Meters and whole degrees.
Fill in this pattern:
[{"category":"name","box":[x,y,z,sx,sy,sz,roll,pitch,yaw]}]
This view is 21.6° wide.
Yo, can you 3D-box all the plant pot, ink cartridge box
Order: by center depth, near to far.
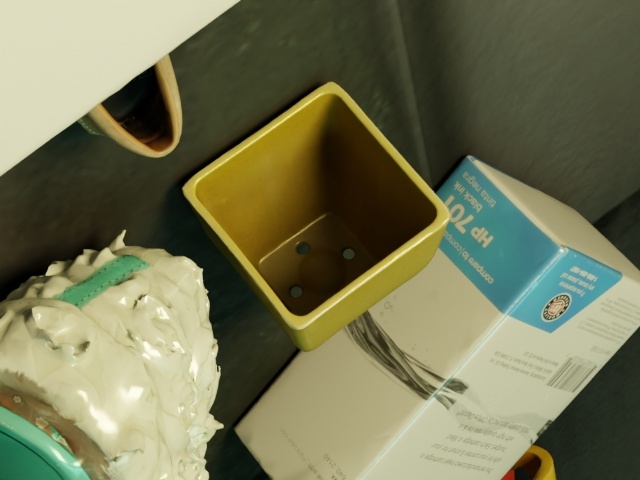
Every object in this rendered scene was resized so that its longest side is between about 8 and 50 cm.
[{"category":"plant pot","box":[0.000,0.000,0.720,0.081,0.081,0.083,-36,160,-11]},{"category":"ink cartridge box","box":[0.069,0.064,0.874,0.190,0.082,0.140,-49,149,13]}]

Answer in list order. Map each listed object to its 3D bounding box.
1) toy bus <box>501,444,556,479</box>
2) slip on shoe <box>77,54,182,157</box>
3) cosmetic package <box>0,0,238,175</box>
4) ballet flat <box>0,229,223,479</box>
[{"category":"toy bus","box":[0.105,0.219,1.011,0.202,0.104,0.191,30,69,-55]},{"category":"slip on shoe","box":[-0.078,-0.076,0.567,0.051,0.041,0.135,-33,149,-15]},{"category":"cosmetic package","box":[-0.122,-0.117,0.356,0.365,0.155,0.197,-37,147,-7]},{"category":"ballet flat","box":[-0.100,0.158,0.762,0.147,0.147,0.409,-23,145,-30]}]
